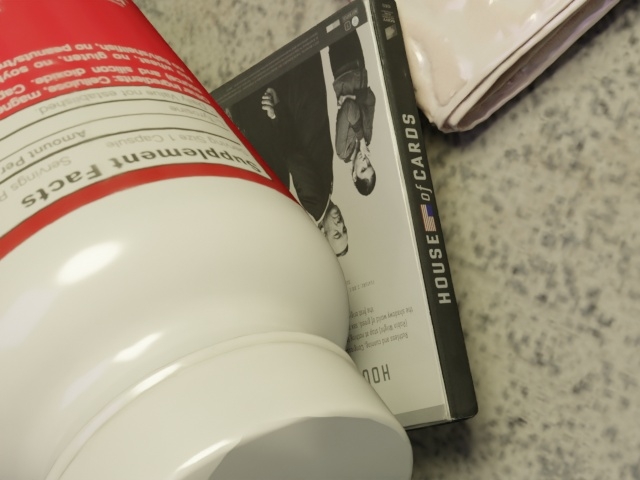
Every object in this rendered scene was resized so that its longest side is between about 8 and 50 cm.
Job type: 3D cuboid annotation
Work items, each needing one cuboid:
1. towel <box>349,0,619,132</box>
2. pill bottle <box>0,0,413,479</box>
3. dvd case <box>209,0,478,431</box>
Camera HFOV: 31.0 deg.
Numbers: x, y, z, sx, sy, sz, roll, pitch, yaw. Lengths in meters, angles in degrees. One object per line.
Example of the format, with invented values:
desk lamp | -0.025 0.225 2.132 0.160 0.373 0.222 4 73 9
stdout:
towel | 0.103 -0.282 0.657 0.317 0.053 0.331 -40 66 23
pill bottle | -0.130 0.014 0.639 0.229 0.229 0.407 -53 50 18
dvd case | 0.000 0.000 0.685 0.179 0.030 0.238 -22 75 48
